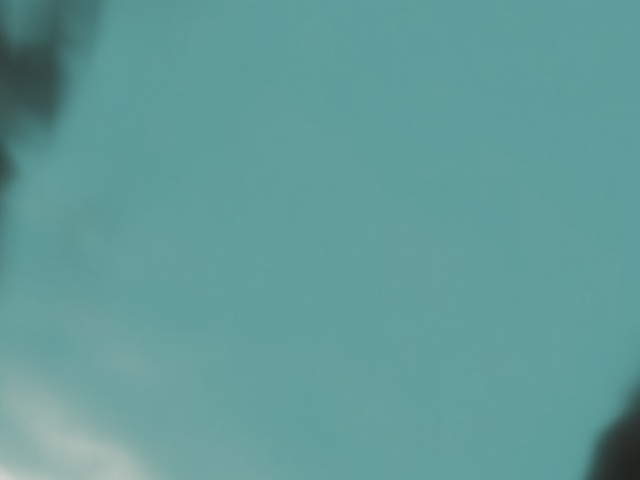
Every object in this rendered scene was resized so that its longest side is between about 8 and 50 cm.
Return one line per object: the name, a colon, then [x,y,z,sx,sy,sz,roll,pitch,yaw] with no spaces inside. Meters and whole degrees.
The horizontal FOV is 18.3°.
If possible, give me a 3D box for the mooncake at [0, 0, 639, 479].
mooncake: [-0.020,-0.054,0.531,0.350,0.212,0.381,36,116,8]
